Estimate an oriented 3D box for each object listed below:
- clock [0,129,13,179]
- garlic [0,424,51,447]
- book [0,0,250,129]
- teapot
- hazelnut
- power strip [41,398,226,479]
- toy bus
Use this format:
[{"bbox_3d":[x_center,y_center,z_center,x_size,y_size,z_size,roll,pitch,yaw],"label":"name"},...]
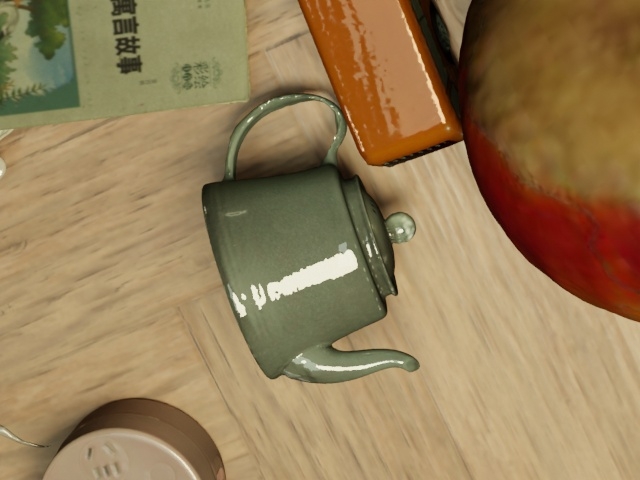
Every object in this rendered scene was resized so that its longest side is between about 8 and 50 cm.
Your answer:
[{"bbox_3d":[-0.314,-0.124,1.496,0.151,0.062,0.191,-8,112,-25],"label":"clock"},{"bbox_3d":[-0.417,0.288,1.587,0.246,0.231,0.340,27,115,4],"label":"garlic"},{"bbox_3d":[-0.197,-0.179,1.419,0.283,0.025,0.215,-9,129,-8],"label":"book"},{"bbox_3d":[0.000,0.000,1.470,0.149,0.162,0.239,-19,80,6],"label":"teapot"},{"bbox_3d":[0.294,-0.126,1.287,0.409,0.359,0.359,-30,100,13],"label":"hazelnut"},{"bbox_3d":[-0.155,0.216,1.595,0.154,0.078,0.154,3,107,10],"label":"power strip"},{"bbox_3d":[0.006,-0.249,1.414,0.093,0.092,0.408,-19,102,18],"label":"toy bus"}]
